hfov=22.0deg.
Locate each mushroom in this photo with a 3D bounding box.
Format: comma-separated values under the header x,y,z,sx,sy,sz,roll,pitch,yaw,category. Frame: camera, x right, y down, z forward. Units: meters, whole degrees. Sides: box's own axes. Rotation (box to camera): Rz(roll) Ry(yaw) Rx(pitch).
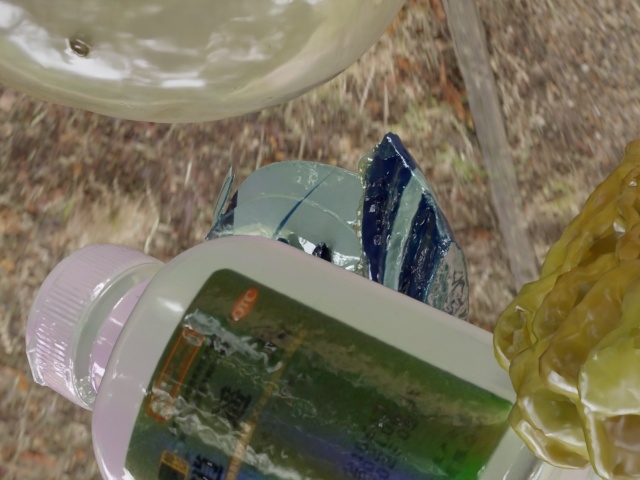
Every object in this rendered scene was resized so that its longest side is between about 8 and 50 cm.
x,y,z,sx,sy,sz,roll,pitch,yaw,category
-0.080,-0.217,0.804,0.293,0.292,0.290,4,133,-1,mushroom

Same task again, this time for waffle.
x,y,z,sx,sy,sz,roll,pitch,yaw,category
0.145,-0.038,0.413,0.056,0.253,0.249,48,143,-2,waffle

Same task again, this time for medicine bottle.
x,y,z,sx,sy,sz,roll,pitch,yaw,category
-0.010,0.064,0.586,0.219,0.078,0.115,23,90,32,medicine bottle

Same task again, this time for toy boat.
x,y,z,sx,sy,sz,roll,pitch,yaw,category
0.009,0.030,1.304,0.070,0.292,0.210,-15,94,-39,toy boat
